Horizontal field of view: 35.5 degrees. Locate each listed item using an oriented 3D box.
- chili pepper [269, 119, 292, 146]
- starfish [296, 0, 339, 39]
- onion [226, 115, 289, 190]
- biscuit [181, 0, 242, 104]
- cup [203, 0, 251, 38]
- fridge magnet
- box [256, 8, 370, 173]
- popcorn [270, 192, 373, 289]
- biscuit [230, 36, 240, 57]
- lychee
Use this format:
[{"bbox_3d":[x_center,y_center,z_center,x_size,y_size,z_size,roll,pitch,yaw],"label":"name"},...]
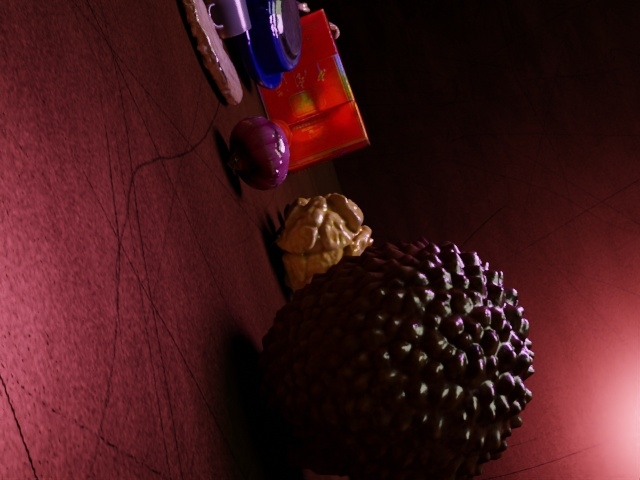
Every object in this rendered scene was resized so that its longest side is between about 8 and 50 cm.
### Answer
[{"bbox_3d":[-0.091,-0.195,1.922,0.071,0.063,0.272,57,10,-9],"label":"chili pepper"},{"bbox_3d":[-0.125,-0.552,2.352,0.327,0.094,0.375,31,-3,-38],"label":"starfish"},{"bbox_3d":[-0.097,-0.127,1.488,0.115,0.104,0.115,28,-49,36],"label":"onion"},{"bbox_3d":[-0.174,-0.303,1.605,0.250,0.032,0.133,66,7,-45],"label":"biscuit"},{"bbox_3d":[-0.175,-0.410,1.811,0.100,0.078,0.077,-43,124,-47],"label":"cup"},{"bbox_3d":[-0.110,-0.442,2.038,0.265,0.112,0.266,-4,90,-74],"label":"fridge magnet"},{"bbox_3d":[-0.031,-0.328,2.219,0.089,0.197,0.313,27,44,-81],"label":"box"},{"bbox_3d":[-0.003,0.010,1.653,0.195,0.173,0.168,-10,-119,71],"label":"popcorn"},{"bbox_3d":[-0.177,-0.427,2.073,0.081,0.018,0.083,-104,173,-46],"label":"biscuit"},{"bbox_3d":[0.081,0.147,1.154,0.306,0.330,0.306,39,2,-1],"label":"lychee"}]
